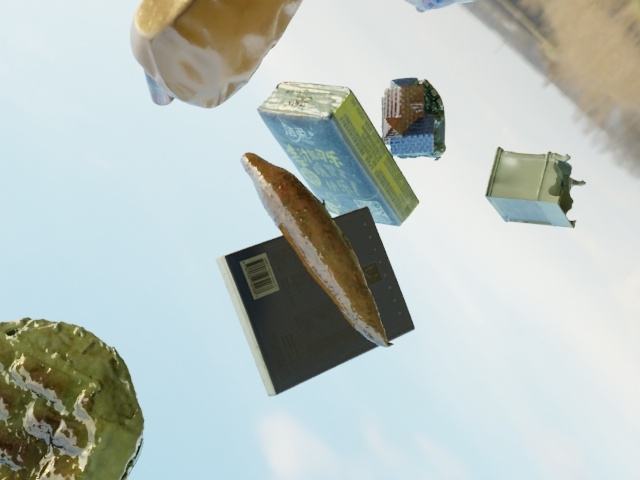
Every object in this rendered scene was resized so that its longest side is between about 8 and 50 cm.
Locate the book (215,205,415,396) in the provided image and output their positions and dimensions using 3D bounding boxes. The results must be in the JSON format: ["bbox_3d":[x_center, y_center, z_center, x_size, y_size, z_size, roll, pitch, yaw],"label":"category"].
[{"bbox_3d":[0.001,0.074,1.400,0.269,0.025,0.191,-20,-91,-41],"label":"book"}]

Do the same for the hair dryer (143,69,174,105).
[{"bbox_3d":[-0.196,-0.213,1.480,0.114,0.037,0.063,21,145,23],"label":"hair dryer"}]

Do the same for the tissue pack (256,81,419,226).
[{"bbox_3d":[0.029,-0.138,1.720,0.185,0.081,0.257,13,147,46],"label":"tissue pack"}]

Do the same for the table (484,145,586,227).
[{"bbox_3d":[0.236,-0.058,1.146,0.083,0.062,0.079,8,163,31],"label":"table"}]

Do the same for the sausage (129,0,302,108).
[{"bbox_3d":[-0.098,-0.257,1.107,0.120,0.241,0.136,35,-179,43],"label":"sausage"}]

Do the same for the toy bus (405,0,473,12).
[{"bbox_3d":[0.162,-0.381,1.286,0.142,0.202,0.142,6,133,40],"label":"toy bus"}]

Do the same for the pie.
[{"bbox_3d":[-0.342,0.228,1.222,0.306,0.306,0.071,51,178,27],"label":"pie"}]

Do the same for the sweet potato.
[{"bbox_3d":[0.000,0.000,1.300,0.314,0.072,0.066,52,176,13],"label":"sweet potato"}]

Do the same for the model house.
[{"bbox_3d":[0.158,-0.212,1.829,0.119,0.148,0.149,1,-174,9],"label":"model house"}]
